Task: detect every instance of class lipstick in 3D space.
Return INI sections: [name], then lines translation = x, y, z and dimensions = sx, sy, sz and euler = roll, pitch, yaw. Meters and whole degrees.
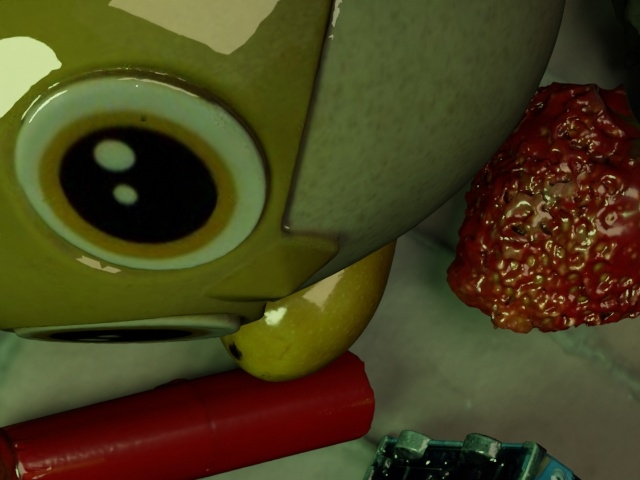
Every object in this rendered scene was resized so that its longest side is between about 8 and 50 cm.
[lipstick]
translation = -0.094, 0.130, 1.289
dimensions = 0.280, 0.073, 0.073
euler = -11, 91, -32

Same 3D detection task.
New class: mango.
[mango]
translation = 0.000, 0.000, 1.319
dimensions = 0.099, 0.136, 0.227
euler = 34, 58, -16

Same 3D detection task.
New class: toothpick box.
[toothpick box]
translation = -0.100, -0.138, 1.116
dimensions = 0.425, 0.409, 0.409
euler = -28, 99, -24

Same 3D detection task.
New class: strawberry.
[strawberry]
translation = 0.186, -0.014, 1.419
dimensions = 0.201, 0.184, 0.187
euler = -40, 126, -1

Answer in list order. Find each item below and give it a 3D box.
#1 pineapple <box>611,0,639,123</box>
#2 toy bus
[pineapple]
translation = 0.291, -0.176, 1.497
dimensions = 0.165, 0.165, 0.364
euler = -25, 95, -30
[toy bus]
translation = 0.110, 0.194, 1.336
dimensions = 0.106, 0.185, 0.090
euler = 36, 69, -25
